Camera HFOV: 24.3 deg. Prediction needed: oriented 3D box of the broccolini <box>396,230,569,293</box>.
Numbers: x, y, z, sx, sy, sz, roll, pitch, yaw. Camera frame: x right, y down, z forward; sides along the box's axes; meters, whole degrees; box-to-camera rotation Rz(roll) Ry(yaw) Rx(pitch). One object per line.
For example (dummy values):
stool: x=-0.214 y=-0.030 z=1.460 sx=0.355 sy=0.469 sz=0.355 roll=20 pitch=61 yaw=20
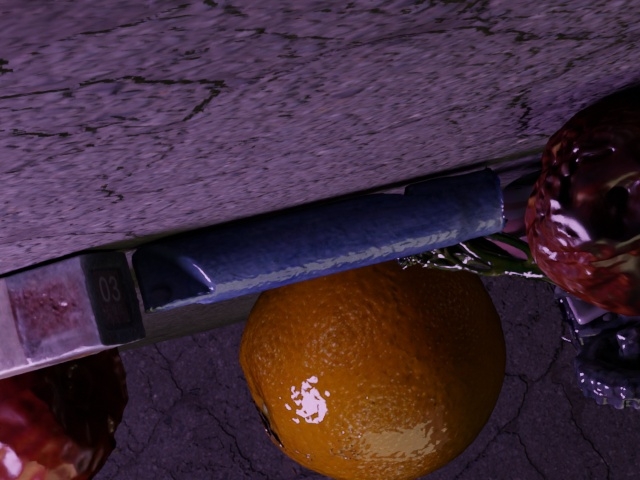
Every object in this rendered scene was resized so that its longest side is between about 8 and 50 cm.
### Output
broccolini: x=0.138 y=0.007 z=1.263 sx=0.058 sy=0.074 sz=0.201 roll=-11 pitch=-160 yaw=-36

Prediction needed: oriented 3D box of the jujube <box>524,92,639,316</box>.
jujube: x=0.218 y=-0.025 z=1.021 sx=0.168 sy=0.168 sz=0.236 roll=-16 pitch=172 yaw=20

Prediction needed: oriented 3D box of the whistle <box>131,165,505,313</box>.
whistle: x=0.000 y=0.000 z=1.209 sx=0.304 sy=0.062 sz=0.062 roll=-13 pitch=175 yaw=-10

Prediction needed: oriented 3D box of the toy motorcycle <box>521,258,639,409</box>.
toy motorcycle: x=0.306 y=0.044 z=1.420 sx=0.188 sy=0.143 sz=0.327 roll=-18 pitch=-151 yaw=3

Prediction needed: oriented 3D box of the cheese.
cheese: x=0.243 y=-0.041 z=1.391 sx=0.188 sy=0.074 sz=0.286 roll=-14 pitch=-171 yaw=26

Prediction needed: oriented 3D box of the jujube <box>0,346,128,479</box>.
jujube: x=-0.296 y=0.161 z=1.379 sx=0.232 sy=0.213 sz=0.213 roll=-16 pitch=175 yaw=32

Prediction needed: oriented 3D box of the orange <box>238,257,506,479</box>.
orange: x=0.055 y=0.120 z=1.534 sx=0.274 sy=0.274 sz=0.274 roll=-14 pitch=176 yaw=-1

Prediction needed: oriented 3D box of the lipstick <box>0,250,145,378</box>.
lipstick: x=-0.325 y=0.092 z=1.208 sx=0.371 sy=0.076 sz=0.080 roll=-16 pitch=177 yaw=19
